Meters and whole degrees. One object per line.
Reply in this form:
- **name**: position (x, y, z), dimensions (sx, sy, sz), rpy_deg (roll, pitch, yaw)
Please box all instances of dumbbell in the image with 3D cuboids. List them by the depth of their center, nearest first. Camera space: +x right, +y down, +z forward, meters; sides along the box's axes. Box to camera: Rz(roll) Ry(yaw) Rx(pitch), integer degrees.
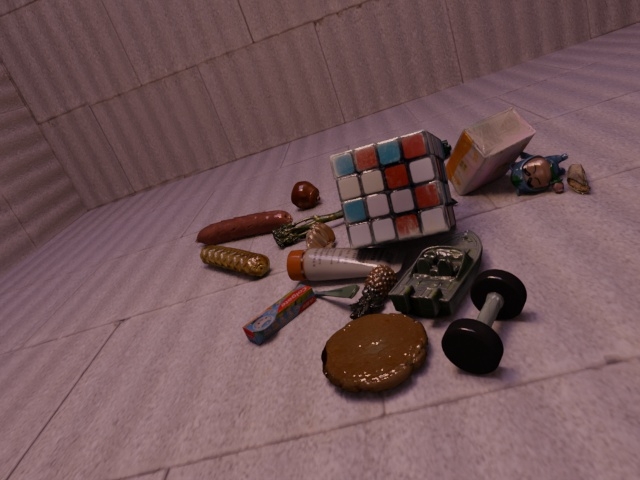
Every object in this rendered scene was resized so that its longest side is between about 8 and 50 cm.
- **dumbbell**: position (0.295, 0.141, 0.854), dimensions (0.100, 0.100, 0.191), rpy_deg (-1, 30, 39)

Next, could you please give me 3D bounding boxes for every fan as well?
- **fan**: position (0.031, 0.127, 1.156), dimensions (0.038, 0.016, 0.193), rpy_deg (-54, 19, -25)

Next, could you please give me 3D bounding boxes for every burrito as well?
- **burrito**: position (0.692, -0.168, 1.293), dimensions (0.055, 0.041, 0.149), rpy_deg (4, 31, 21)

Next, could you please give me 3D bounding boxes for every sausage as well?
- **sausage**: position (-0.302, -0.050, 1.831), dimensions (0.433, 0.088, 0.088), rpy_deg (-11, 24, 22)

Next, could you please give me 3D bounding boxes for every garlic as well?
- **garlic**: position (-0.004, -0.001, 1.470), dimensions (0.113, 0.094, 0.074), rpy_deg (-49, -6, -40)

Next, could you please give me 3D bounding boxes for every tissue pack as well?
- **tissue pack**: position (0.494, -0.259, 1.431), dimensions (0.185, 0.124, 0.225), rpy_deg (-28, -19, -13)

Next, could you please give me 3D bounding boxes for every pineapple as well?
- **pineapple**: position (0.117, 0.126, 1.094), dimensions (0.074, 0.074, 0.159), rpy_deg (0, 38, 40)

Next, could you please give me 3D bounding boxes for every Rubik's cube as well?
- **Rubik's cube**: position (0.201, -0.128, 1.258), dimensions (0.256, 0.253, 0.259), rpy_deg (-12, 0, 21)

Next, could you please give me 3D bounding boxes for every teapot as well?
- **teapot**: position (-0.048, -0.176, 1.889), dimensions (0.116, 0.116, 0.173), rpy_deg (-13, -3, 18)

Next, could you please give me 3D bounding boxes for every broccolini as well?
- **broccolini**: position (0.029, -0.061, 1.629), dimensions (0.392, 0.078, 0.074), rpy_deg (-15, 11, -4)

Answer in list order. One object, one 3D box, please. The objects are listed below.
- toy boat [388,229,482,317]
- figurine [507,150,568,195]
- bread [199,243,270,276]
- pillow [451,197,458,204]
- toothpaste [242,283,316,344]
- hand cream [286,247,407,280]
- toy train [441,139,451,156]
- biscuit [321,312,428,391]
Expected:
- **toy boat**: position (0.275, 0.058, 1.069), dimensions (0.141, 0.092, 0.319), rpy_deg (2, 30, 39)
- **figurine**: position (0.628, -0.195, 1.338), dimensions (0.178, 0.114, 0.144), rpy_deg (-19, 19, -18)
- **bread**: position (-0.287, 0.063, 1.572), dimensions (0.368, 0.084, 0.077), rpy_deg (6, 77, 50)
- **pillow**: position (0.332, -0.126, 1.463), dimensions (0.150, 0.048, 0.090), rpy_deg (-2, 36, -18)
- **toothpaste**: position (-0.091, 0.180, 1.171), dimensions (0.193, 0.044, 0.070), rpy_deg (-35, 28, -31)
- **hand cream**: position (0.069, 0.054, 1.271), dimensions (0.314, 0.089, 0.139), rpy_deg (-5, 21, 25)
- **toy train**: position (0.434, -0.348, 1.904), dimensions (0.171, 0.071, 0.111), rpy_deg (-15, 14, 16)
- **biscuit**: position (0.104, 0.213, 0.927), dimensions (0.226, 0.042, 0.226), rpy_deg (-17, 21, 7)
